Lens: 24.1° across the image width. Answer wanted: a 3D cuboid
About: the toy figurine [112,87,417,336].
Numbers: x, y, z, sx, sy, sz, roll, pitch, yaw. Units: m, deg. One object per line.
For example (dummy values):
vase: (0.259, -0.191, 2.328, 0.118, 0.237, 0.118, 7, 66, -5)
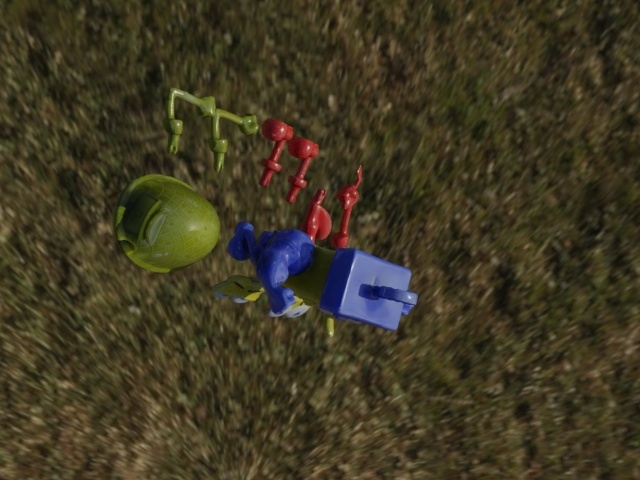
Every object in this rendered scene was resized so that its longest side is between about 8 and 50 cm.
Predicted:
toy figurine: (0.000, 0.000, 1.462, 0.217, 0.362, 0.191, 23, 89, 36)
